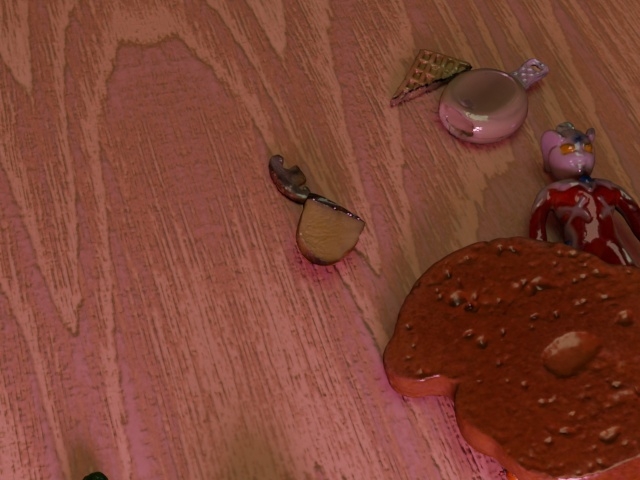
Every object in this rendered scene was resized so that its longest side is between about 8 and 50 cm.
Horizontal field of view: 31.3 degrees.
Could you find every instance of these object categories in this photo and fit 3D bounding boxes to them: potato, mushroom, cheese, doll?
[{"bbox_3d":[0.000,0.000,1.641,0.096,0.066,0.103,28,52,1],"label":"potato"},{"bbox_3d":[-0.048,-0.094,1.741,0.049,0.019,0.101,-25,59,-25],"label":"mushroom"},{"bbox_3d":[0.294,-0.240,1.874,0.227,0.064,0.137,-35,64,-31],"label":"cheese"},{"bbox_3d":[0.398,-0.021,1.697,0.189,0.099,0.383,-1,55,-8],"label":"doll"}]

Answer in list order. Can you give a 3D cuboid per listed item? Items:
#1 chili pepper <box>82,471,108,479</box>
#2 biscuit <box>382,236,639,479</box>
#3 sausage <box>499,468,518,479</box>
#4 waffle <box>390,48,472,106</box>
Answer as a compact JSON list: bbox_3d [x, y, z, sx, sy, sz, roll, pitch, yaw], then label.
[{"bbox_3d":[-0.226,0.347,1.344,0.182,0.050,0.073,35,49,17],"label":"chili pepper"},{"bbox_3d":[0.312,0.151,1.492,0.350,0.078,0.455,-42,51,-18],"label":"biscuit"},{"bbox_3d":[0.281,0.292,1.463,0.107,0.031,0.031,-3,52,-10],"label":"sausage"},{"bbox_3d":[0.184,-0.260,1.901,0.098,0.023,0.152,22,51,12],"label":"waffle"}]
